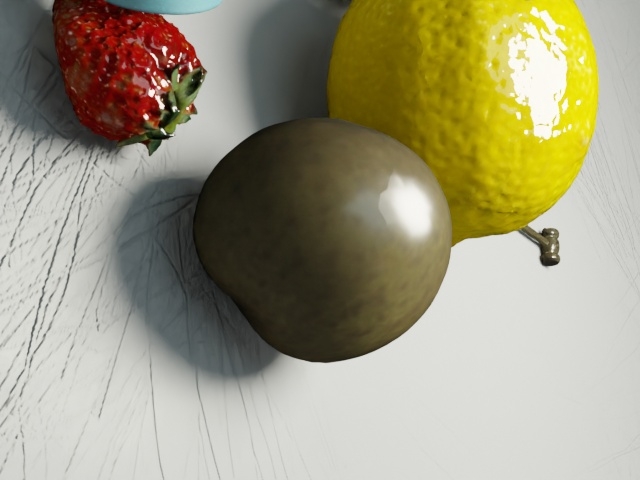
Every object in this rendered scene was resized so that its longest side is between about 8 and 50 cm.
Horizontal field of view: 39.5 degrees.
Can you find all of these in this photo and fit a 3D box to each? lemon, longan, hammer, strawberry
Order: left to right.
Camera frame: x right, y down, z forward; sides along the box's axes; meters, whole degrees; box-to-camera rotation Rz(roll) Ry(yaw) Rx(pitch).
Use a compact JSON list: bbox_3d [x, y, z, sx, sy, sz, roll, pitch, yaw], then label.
[{"bbox_3d":[-0.180,-0.151,0.792,0.148,0.131,0.131,26,50,-1],"label":"strawberry"},{"bbox_3d":[0.000,0.000,0.853,0.248,0.248,0.248,21,61,-42],"label":"longan"},{"bbox_3d":[0.159,-0.165,1.021,0.336,0.336,0.336,21,61,-42],"label":"lemon"},{"bbox_3d":[0.267,-0.041,1.314,0.292,0.029,0.058,29,53,-36],"label":"hammer"}]

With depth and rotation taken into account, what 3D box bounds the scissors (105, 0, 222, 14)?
[{"bbox_3d":[-0.126,-0.320,0.926,0.447,0.192,0.029,-56,162,-55],"label":"scissors"}]
